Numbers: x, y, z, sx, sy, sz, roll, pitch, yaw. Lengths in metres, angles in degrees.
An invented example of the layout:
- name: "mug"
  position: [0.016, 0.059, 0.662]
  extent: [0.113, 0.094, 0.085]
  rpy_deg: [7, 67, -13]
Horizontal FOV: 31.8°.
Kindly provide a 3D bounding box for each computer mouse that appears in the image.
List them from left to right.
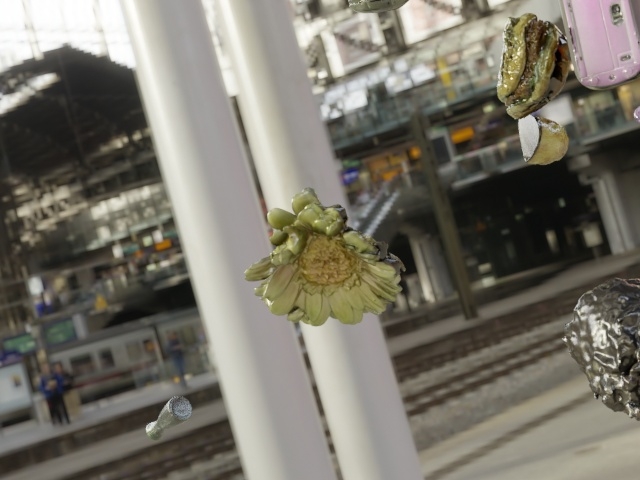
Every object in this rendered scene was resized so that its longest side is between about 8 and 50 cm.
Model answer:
- name: "computer mouse"
  position: [0.486, -0.418, 1.946]
  extent: [0.158, 0.311, 0.071]
  rpy_deg: [-13, 0, 36]

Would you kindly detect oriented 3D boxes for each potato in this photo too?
- name: "potato"
  position: [0.451, -0.201, 2.205]
  extent: [0.103, 0.096, 0.066]
  rpy_deg: [-2, -11, -26]

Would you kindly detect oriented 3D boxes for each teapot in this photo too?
- name: "teapot"
  position: [-0.247, 0.291, 1.810]
  extent: [0.042, 0.043, 0.110]
  rpy_deg: [-13, -21, -40]

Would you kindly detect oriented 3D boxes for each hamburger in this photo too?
- name: "hamburger"
  position: [0.398, -0.323, 2.101]
  extent: [0.129, 0.183, 0.206]
  rpy_deg: [12, -1, 11]

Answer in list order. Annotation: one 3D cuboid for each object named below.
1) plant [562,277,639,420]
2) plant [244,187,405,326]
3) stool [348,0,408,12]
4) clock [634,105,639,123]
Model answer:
- name: "plant"
  position: [0.480, 0.167, 1.639]
  extent: [0.178, 0.204, 0.234]
  rpy_deg: [4, 25, -33]
- name: "plant"
  position: [0.034, 0.023, 2.053]
  extent: [0.261, 0.306, 0.297]
  rpy_deg: [18, 38, 14]
- name: "stool"
  position: [0.083, -0.394, 1.664]
  extent: [0.096, 0.110, 0.096]
  rpy_deg: [-10, 10, 2]
- name: "clock"
  position: [0.701, -0.245, 2.216]
  extent: [0.110, 0.153, 0.050]
  rpy_deg: [-36, -20, -18]
